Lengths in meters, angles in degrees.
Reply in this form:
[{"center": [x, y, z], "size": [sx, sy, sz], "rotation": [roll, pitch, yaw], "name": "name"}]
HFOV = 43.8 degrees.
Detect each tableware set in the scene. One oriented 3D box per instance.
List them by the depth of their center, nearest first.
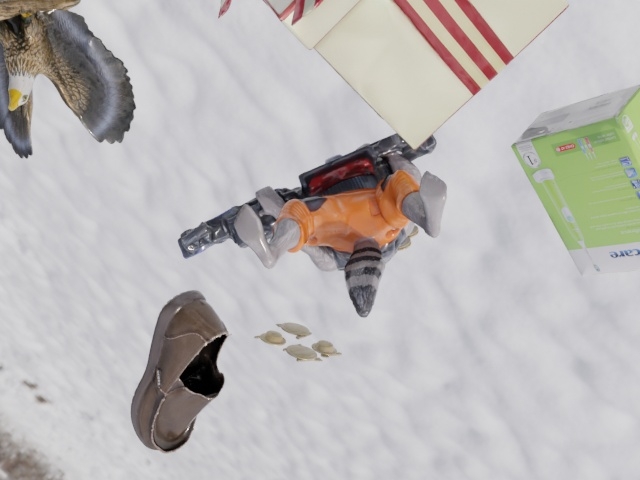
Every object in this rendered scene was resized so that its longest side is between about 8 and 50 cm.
[{"center": [-0.046, 0.211, 1.645], "size": [0.169, 0.141, 0.020], "rotation": [25, 109, 37], "name": "tableware set"}]

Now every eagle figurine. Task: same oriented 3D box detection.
[{"center": [-0.461, -0.282, 1.292], "size": [0.226, 0.225, 0.298], "rotation": [32, 161, 20], "name": "eagle figurine"}]

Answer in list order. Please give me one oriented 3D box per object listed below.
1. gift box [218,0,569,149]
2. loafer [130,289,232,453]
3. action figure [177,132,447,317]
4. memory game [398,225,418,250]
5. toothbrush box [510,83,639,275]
[{"center": [0.054, -0.267, 0.823], "size": [0.258, 0.276, 0.255], "rotation": [40, -172, -37], "name": "gift box"}, {"center": [-0.255, 0.271, 1.472], "size": [0.130, 0.134, 0.366], "rotation": [34, 127, 29], "name": "loafer"}, {"center": [0.000, 0.000, 0.920], "size": [0.330, 0.341, 0.178], "rotation": [-11, -103, -82], "name": "action figure"}, {"center": [0.085, -0.003, 1.408], "size": [0.186, 0.186, 0.012], "rotation": [14, 131, 47], "name": "memory game"}, {"center": [0.487, -0.092, 1.333], "size": [0.206, 0.122, 0.283], "rotation": [-12, 115, 53], "name": "toothbrush box"}]
